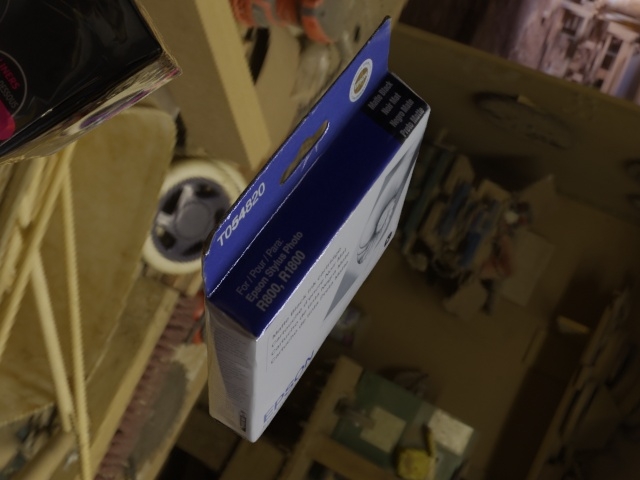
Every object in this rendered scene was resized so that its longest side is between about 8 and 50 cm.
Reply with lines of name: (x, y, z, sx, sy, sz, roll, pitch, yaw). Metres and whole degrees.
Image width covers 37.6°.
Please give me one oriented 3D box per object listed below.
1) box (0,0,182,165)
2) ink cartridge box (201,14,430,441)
box: (-0.206, -0.159, 0.680, 0.143, 0.165, 0.270, -32, -172, -2)
ink cartridge box: (0.000, 0.000, 0.633, 0.223, 0.045, 0.224, -54, 164, -30)
